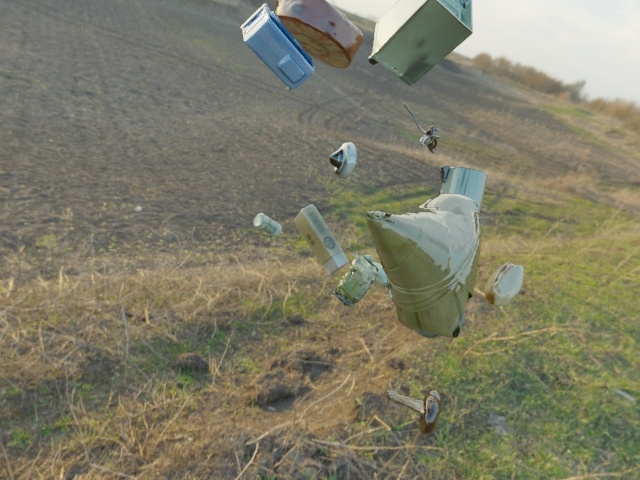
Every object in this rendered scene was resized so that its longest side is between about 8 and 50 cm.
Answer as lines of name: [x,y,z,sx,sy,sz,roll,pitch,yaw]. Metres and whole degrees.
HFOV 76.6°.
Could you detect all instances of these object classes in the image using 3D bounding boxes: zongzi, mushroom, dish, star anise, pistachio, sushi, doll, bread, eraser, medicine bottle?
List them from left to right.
medicine bottle: [-0.165,-0.048,1.267,0.083,0.047,0.047,34,12,-45]
bread: [-0.005,-0.751,1.450,0.328,0.114,0.295,20,10,-46]
eraser: [0.000,0.000,2.007,0.078,0.144,0.343,-28,80,-30]
dish: [0.068,-0.305,1.525,0.078,0.141,0.141,6,32,-24]
sushi: [0.140,0.148,1.623,0.139,0.131,0.291,45,41,2]
doll: [0.268,0.151,1.833,0.214,0.072,0.103,49,4,23]
mushroom: [0.350,0.637,1.563,0.218,0.147,0.227,13,1,18]
star anise: [0.503,-0.575,2.095,0.148,0.218,0.227,-26,41,-25]
zongzi: [0.248,-0.062,0.906,0.182,0.418,0.446,-2,49,34]
pistachio: [0.802,0.192,1.768,0.144,0.215,0.144,31,-12,7]

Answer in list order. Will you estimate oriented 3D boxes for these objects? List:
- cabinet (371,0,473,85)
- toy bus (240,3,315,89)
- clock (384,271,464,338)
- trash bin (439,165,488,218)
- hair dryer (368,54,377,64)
cabinet: [0.259,-0.547,1.041,0.145,0.206,0.149,25,58,-25]
toy bus: [-0.126,-0.590,1.267,0.234,0.116,0.133,35,30,-43]
clock: [0.321,0.129,1.221,0.325,0.067,0.324,24,52,-36]
trash bin: [0.739,-0.235,2.126,0.278,0.262,0.217,13,3,-3]
hair dryer: [0.330,-0.885,1.875,0.197,0.252,0.089,39,49,-38]
